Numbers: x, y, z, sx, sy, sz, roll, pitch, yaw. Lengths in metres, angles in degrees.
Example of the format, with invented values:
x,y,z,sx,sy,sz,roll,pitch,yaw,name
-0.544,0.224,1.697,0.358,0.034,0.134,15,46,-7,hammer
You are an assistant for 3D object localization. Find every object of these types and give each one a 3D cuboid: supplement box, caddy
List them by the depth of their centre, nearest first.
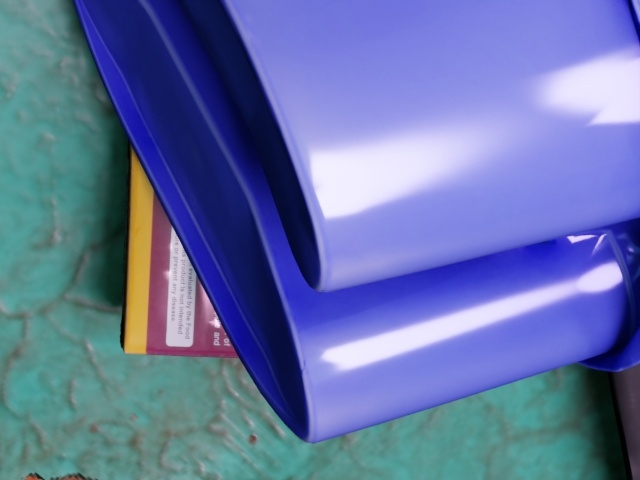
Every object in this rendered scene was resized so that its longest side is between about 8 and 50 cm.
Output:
x,y,z,sx,sy,sz,roll,pitch,yaw,name
0.021,-0.091,0.663,0.179,0.341,0.241,-20,151,-16,caddy
0.000,0.000,0.819,0.188,0.081,0.104,2,99,-7,supplement box

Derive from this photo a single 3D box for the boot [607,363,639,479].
x,y,z,sx,sy,sz,roll,pitch,yaw,name
0.293,-0.024,0.765,0.367,0.146,0.445,-3,116,21,boot
